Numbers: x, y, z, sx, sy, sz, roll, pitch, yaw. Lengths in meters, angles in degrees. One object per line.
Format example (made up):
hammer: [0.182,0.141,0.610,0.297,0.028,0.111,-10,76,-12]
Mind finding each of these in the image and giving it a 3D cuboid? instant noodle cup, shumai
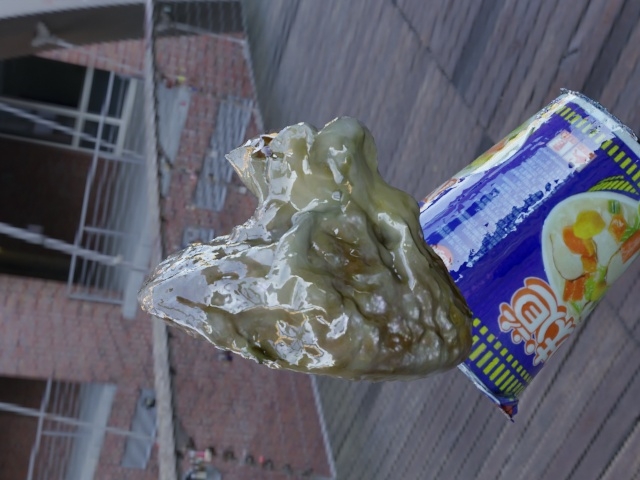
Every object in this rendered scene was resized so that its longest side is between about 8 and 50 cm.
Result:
instant noodle cup: [0.238,0.002,1.054,0.312,0.284,0.284,-43,25,2]
shumai: [0.000,0.000,0.557,0.161,0.209,0.153,-179,98,-80]
